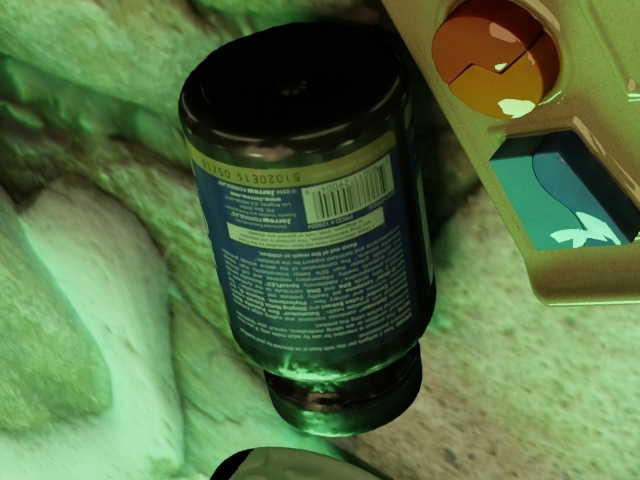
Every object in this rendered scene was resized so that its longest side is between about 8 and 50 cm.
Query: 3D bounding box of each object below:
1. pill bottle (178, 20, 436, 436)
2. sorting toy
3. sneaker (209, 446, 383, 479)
[{"bbox_3d":[0.000,0.000,0.886,0.123,0.123,0.219,18,135,32],"label":"pill bottle"},{"bbox_3d":[0.172,-0.067,0.727,0.307,0.041,0.229,-5,121,46],"label":"sorting toy"},{"bbox_3d":[0.047,0.305,1.120,0.323,0.130,0.236,27,136,14],"label":"sneaker"}]
